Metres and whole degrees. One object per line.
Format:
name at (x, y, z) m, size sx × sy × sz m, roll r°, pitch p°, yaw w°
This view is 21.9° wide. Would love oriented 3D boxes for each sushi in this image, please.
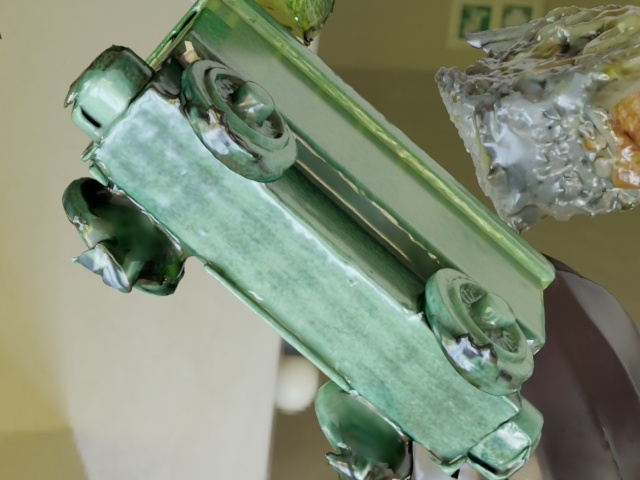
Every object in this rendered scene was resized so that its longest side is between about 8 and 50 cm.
sushi at (0.193, -0.100, 1.290) m, size 0.184 × 0.139 × 0.274 m, roll -21°, pitch -167°, yaw 0°

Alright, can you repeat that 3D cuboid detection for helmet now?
helmet at (0.133, 0.138, 1.095) m, size 0.225 × 0.305 × 0.177 m, roll -17°, pitch 160°, yaw -6°

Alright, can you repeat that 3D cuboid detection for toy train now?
toy train at (0.000, 0.000, 0.867) m, size 0.301 × 0.120 × 0.202 m, roll 41°, pitch -160°, yaw -9°

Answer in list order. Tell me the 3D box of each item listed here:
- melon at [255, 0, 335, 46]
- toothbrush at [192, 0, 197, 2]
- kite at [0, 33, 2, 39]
melon at (-0.092, -0.236, 0.993) m, size 0.265 × 0.169 × 0.129 m, roll 20°, pitch -123°, yaw 37°
toothbrush at (-0.118, -0.233, 1.541) m, size 0.204 × 0.017 × 0.022 m, roll 28°, pitch -158°, yaw -47°
kite at (-0.363, -0.231, 1.697) m, size 0.004 × 0.122 × 0.090 m, roll -13°, pitch 150°, yaw 44°
